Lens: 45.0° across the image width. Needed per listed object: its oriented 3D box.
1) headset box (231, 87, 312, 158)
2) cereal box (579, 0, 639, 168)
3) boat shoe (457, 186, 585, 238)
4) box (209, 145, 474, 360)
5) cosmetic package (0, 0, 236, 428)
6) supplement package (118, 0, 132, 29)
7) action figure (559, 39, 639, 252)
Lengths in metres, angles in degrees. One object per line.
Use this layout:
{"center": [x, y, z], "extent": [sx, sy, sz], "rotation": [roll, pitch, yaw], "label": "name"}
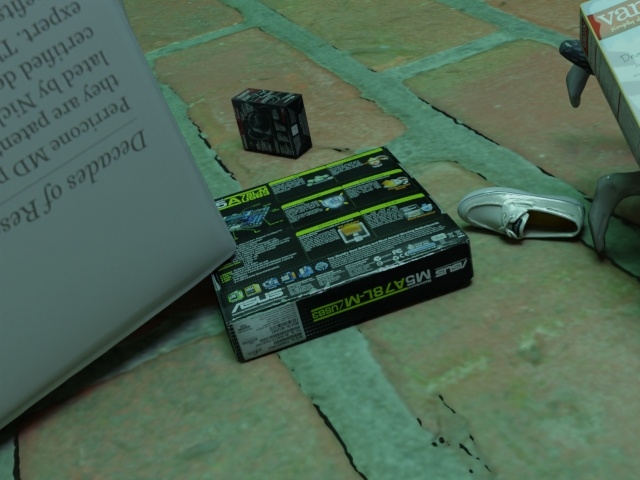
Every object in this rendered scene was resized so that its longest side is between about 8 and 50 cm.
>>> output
{"center": [-0.055, -0.126, 0.821], "extent": [0.083, 0.062, 0.032], "rotation": [14, 41, 36], "label": "headset box"}
{"center": [0.279, -0.076, 0.462], "extent": [0.173, 0.047, 0.240], "rotation": [-17, 59, 10], "label": "cereal box"}
{"center": [0.158, -0.018, 0.614], "extent": [0.100, 0.035, 0.035], "rotation": [7, 34, 17], "label": "boat shoe"}
{"center": [0.000, 0.000, 0.631], "extent": [0.191, 0.045, 0.184], "rotation": [-19, 31, -8], "label": "box"}
{"center": [-0.332, -0.097, 0.532], "extent": [0.327, 0.393, 0.329], "rotation": [-39, 40, -22], "label": "cosmetic package"}
{"center": [-0.400, -0.228, 0.988], "extent": [0.293, 0.175, 0.177], "rotation": [-8, 32, 7], "label": "supplement package"}
{"center": [0.348, -0.083, 0.527], "extent": [0.330, 0.178, 0.341], "rotation": [-10, 31, 20], "label": "action figure"}
